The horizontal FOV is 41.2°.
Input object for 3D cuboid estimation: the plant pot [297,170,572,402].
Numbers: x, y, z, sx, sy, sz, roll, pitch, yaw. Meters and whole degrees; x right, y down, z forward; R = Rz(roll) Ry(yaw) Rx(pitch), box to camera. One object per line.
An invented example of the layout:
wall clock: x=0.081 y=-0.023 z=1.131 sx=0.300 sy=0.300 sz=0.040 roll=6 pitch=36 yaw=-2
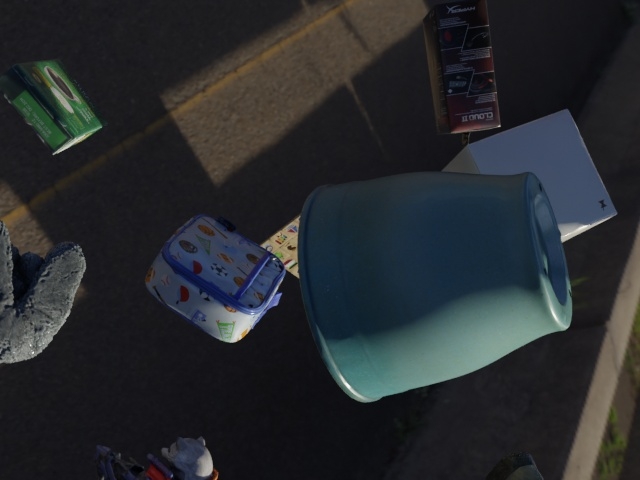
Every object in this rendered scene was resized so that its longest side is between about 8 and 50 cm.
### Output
plant pot: x=0.147 y=0.035 z=0.998 sx=0.271 sy=0.255 sz=0.272 roll=42 pitch=40 yaw=-50

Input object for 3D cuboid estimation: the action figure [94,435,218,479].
action figure: x=-0.268 y=0.471 z=1.425 sx=0.178 sy=0.341 sz=0.330 roll=13 pitch=100 yaw=-35

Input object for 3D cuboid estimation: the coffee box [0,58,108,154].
coffee box: x=-0.337 y=-0.173 z=1.083 sx=0.113 sy=0.040 sz=0.184 roll=53 pitch=7 yaw=-13

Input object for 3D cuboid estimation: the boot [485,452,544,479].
boot: x=0.281 y=0.461 z=1.310 sx=0.083 sy=0.246 sz=0.161 roll=16 pitch=29 yaw=-28

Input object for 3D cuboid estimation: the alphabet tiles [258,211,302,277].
alphabet tiles: x=0.000 y=0.000 z=2.023 sx=0.198 sy=0.237 sz=0.009 roll=37 pitch=26 yaw=-36

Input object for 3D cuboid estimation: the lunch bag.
lunch bag: x=-0.192 y=0.068 z=1.677 sx=0.243 sy=0.115 sz=0.303 roll=32 pitch=22 yaw=0

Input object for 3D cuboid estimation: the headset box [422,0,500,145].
headset box: x=0.299 y=-0.348 z=1.814 sx=0.218 sy=0.110 sz=0.293 roll=-88 pitch=170 yaw=-83

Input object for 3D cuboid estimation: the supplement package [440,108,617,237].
supplement package: x=0.290 y=-0.055 z=1.333 sx=0.177 sy=0.293 sz=0.175 roll=-20 pitch=82 yaw=-13

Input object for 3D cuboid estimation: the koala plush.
koala plush: x=-0.491 y=0.101 z=1.261 sx=0.196 sy=0.221 sz=0.203 roll=25 pitch=56 yaw=-34
